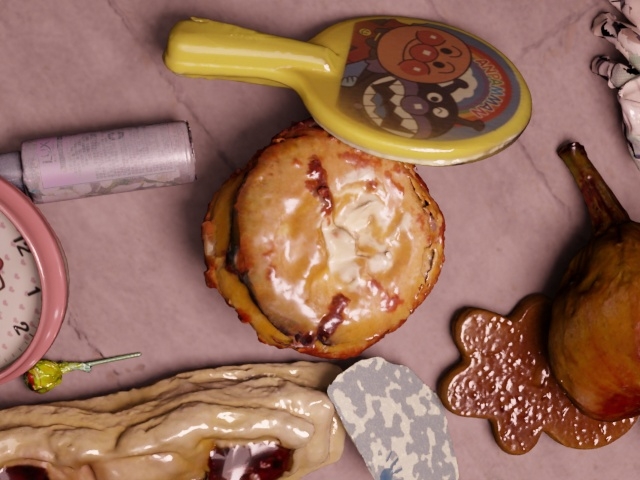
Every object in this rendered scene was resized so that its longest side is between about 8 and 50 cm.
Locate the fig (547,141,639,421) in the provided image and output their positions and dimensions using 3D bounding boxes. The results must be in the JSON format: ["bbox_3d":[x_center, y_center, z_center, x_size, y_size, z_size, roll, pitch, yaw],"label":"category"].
[{"bbox_3d":[0.302,0.037,1.030,0.190,0.190,0.290,-19,90,-6],"label":"fig"}]

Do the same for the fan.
[{"bbox_3d":[0.087,0.204,1.074,0.240,0.009,0.131,47,56,-30],"label":"fan"}]

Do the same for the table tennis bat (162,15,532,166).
[{"bbox_3d":[0.027,-0.167,1.001,0.368,0.224,0.054,10,136,1],"label":"table tennis bat"}]

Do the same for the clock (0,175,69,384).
[{"bbox_3d":[-0.366,0.037,0.994,0.244,0.056,0.244,2,107,7],"label":"clock"}]

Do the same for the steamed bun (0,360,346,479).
[{"bbox_3d":[-0.166,0.274,1.005,0.428,0.189,0.247,-7,104,-8],"label":"steamed bun"}]

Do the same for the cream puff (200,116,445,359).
[{"bbox_3d":[0.000,0.001,1.009,0.240,0.164,0.240,1,87,-22],"label":"cream puff"}]

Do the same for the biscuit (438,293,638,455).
[{"bbox_3d":[0.248,0.153,1.119,0.236,0.039,0.180,15,88,-9],"label":"biscuit"}]

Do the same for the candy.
[{"bbox_3d":[-0.247,0.133,1.057,0.123,0.035,0.035,-11,85,-17],"label":"candy"}]

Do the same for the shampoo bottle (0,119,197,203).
[{"bbox_3d":[-0.234,-0.075,1.015,0.214,0.072,0.072,-8,96,-9],"label":"shampoo bottle"}]

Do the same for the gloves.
[{"bbox_3d":[0.361,-0.186,1.074,0.127,0.111,0.212,-13,105,-2],"label":"gloves"}]
